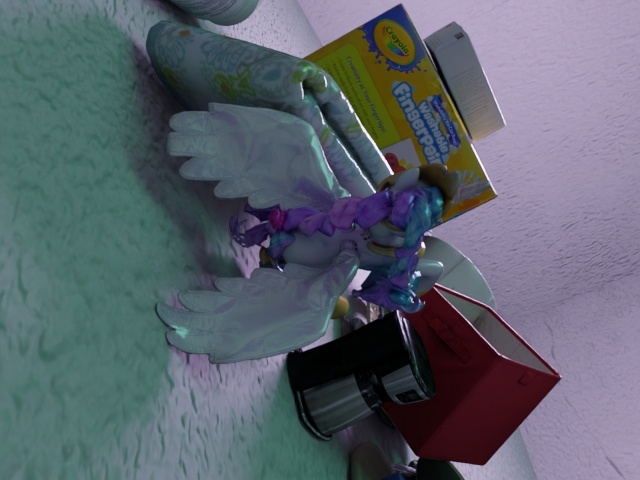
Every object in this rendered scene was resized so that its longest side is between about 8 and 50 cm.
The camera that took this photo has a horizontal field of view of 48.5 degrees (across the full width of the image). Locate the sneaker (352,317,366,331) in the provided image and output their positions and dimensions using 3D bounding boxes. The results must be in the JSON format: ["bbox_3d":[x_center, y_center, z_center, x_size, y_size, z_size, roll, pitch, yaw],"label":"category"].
[{"bbox_3d":[0.113,0.200,1.417,0.152,0.061,0.053,53,19,-34],"label":"sneaker"}]

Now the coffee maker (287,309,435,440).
[{"bbox_3d":[0.052,0.168,0.991,0.171,0.178,0.120,68,13,15],"label":"coffee maker"}]

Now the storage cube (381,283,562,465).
[{"bbox_3d":[0.210,0.208,1.091,0.215,0.193,0.183,24,18,-43],"label":"storage cube"}]

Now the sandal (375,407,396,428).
[{"bbox_3d":[0.128,0.308,1.308,0.097,0.055,0.254,-86,152,-46],"label":"sandal"}]

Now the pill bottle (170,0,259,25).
[{"bbox_3d":[-0.214,-0.483,1.242,0.160,0.160,0.283,65,13,7],"label":"pill bottle"}]

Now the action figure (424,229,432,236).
[{"bbox_3d":[0.285,-0.018,2.238,0.330,0.179,0.341,-88,153,-82],"label":"action figure"}]

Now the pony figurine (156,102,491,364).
[{"bbox_3d":[0.000,0.000,0.857,0.363,0.351,0.302,89,-3,-73],"label":"pony figurine"}]

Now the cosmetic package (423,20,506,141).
[{"bbox_3d":[0.311,-0.341,1.532,0.231,0.086,0.117,56,12,-28],"label":"cosmetic package"}]

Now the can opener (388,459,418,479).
[{"bbox_3d":[0.185,0.444,1.262,0.283,0.076,0.095,45,55,-54],"label":"can opener"}]

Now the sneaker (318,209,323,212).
[{"bbox_3d":[0.034,-0.157,1.429,0.112,0.131,0.318,-36,121,-75],"label":"sneaker"}]

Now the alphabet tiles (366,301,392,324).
[{"bbox_3d":[0.156,0.242,1.347,0.285,0.011,0.342,59,14,-20],"label":"alphabet tiles"}]

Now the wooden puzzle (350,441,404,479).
[{"bbox_3d":[0.144,0.485,0.961,0.322,0.081,0.348,60,14,-16],"label":"wooden puzzle"}]

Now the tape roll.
[{"bbox_3d":[0.235,0.133,1.543,0.246,0.169,0.246,44,-21,22],"label":"tape roll"}]

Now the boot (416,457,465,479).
[{"bbox_3d":[0.154,0.353,0.975,0.137,0.077,0.198,49,14,-35],"label":"boot"}]

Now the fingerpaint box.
[{"bbox_3d":[0.119,-0.211,1.541,0.444,0.371,0.163,64,13,5],"label":"fingerpaint box"}]

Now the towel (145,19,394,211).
[{"bbox_3d":[-0.051,-0.160,1.043,0.321,0.090,0.374,23,-16,38],"label":"towel"}]
